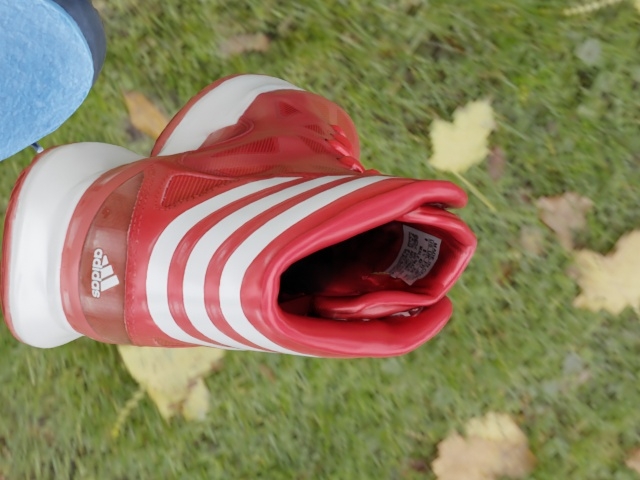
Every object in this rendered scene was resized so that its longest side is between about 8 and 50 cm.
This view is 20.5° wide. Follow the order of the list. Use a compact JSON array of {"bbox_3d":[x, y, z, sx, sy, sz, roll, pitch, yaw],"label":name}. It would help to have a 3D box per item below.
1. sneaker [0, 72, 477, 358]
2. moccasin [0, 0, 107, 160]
[{"bbox_3d":[0.000,0.000,0.594,0.128,0.221,0.087,11,110,20],"label":"sneaker"},{"bbox_3d":[-0.272,-0.097,0.979,0.342,0.117,0.137,-10,117,19],"label":"moccasin"}]
